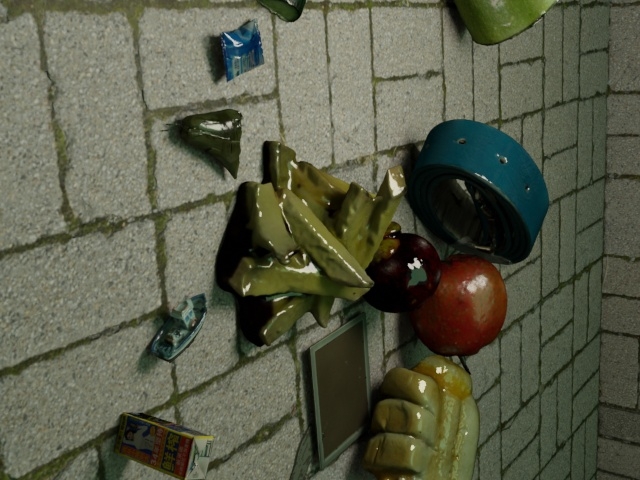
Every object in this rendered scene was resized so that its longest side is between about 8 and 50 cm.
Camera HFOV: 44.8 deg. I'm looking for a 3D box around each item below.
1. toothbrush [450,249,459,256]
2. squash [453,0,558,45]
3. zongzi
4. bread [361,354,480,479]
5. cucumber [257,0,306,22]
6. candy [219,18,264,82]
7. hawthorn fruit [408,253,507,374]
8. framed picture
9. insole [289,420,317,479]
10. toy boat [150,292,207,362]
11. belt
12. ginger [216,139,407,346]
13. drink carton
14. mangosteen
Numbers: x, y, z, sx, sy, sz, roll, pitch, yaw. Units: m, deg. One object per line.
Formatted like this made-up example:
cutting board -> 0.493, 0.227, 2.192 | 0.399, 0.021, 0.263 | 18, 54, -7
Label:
toothbrush -> 0.394, 0.010, 2.165 | 0.022, 0.017, 0.204 | 56, 53, -28
squash -> 0.403, -0.688, 1.894 | 0.309, 0.310, 0.310 | 35, 66, -29
zongzi -> -0.198, -0.152, 1.325 | 0.154, 0.062, 0.130 | -20, 124, -44
bread -> 0.236, 0.443, 1.866 | 0.301, 0.210, 0.341 | 20, 74, -42
cucumber -> -0.038, -0.534, 1.467 | 0.115, 0.063, 0.243 | 34, 67, -51
candy -> -0.137, -0.341, 1.384 | 0.136, 0.038, 0.088 | -45, 133, -52
hawthorn fruit -> 0.349, 0.189, 1.931 | 0.254, 0.254, 0.300 | -25, 100, -49
framed picture -> 0.046, 0.333, 1.752 | 0.232, 0.019, 0.296 | -24, 115, -52
insole -> -0.039, 0.481, 1.675 | 0.065, 0.006, 0.193 | 41, 64, -49
toy boat -> -0.235, 0.139, 1.310 | 0.140, 0.059, 0.066 | -54, 152, -36
belt -> 0.385, -0.109, 1.899 | 0.173, 0.300, 0.436 | -61, 141, -24
ginger -> 0.000, 0.000, 1.485 | 0.413, 0.211, 0.358 | -56, 133, -31
drink carton -> -0.250, 0.325, 1.234 | 0.056, 0.166, 0.071 | 24, 77, -53
mangosteen -> 0.168, 0.064, 1.731 | 0.210, 0.210, 0.209 | -12, 105, -52
